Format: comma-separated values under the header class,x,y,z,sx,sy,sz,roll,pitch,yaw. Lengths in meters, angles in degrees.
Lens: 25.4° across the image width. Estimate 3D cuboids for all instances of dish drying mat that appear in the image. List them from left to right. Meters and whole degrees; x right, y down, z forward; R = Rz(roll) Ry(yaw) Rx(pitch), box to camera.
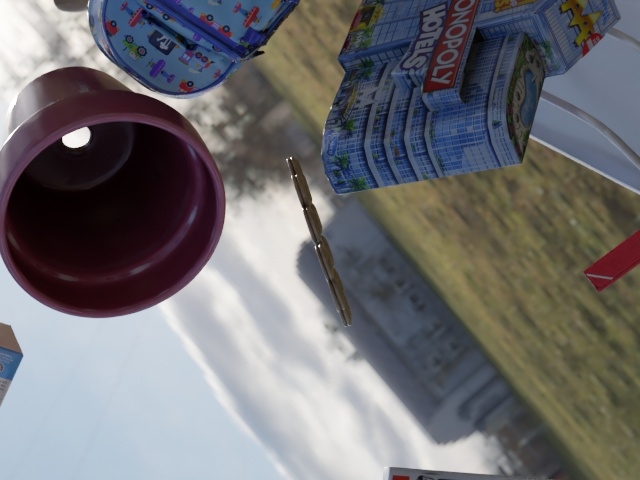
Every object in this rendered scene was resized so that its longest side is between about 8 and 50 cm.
class,x,y,z,sx,sy,sz,roll,pitch,yaw
dish drying mat,0.347,0.024,1.646,0.032,0.083,0.008,54,-173,13

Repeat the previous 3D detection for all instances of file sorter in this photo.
class,x,y,z,sx,sy,sz,roll,pitch,yaw
file sorter,0.255,-0.206,1.148,0.193,0.278,0.173,34,-177,39

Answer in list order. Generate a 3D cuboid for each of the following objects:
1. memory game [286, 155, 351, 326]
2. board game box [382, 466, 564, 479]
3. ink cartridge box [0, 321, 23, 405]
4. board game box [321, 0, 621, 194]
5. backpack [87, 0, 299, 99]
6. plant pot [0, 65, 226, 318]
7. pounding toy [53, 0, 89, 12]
class,x,y,z,sx,sy,sz,roll,pitch,yaw
memory game,0.000,0.000,1.441,0.186,0.012,0.186,-19,-90,-89
board game box,0.219,0.372,1.654,0.305,0.193,0.053,5,170,-4
ink cartridge box,-0.369,0.148,1.401,0.092,0.143,0.090,21,-172,-27
board game box,0.107,-0.131,1.014,0.060,0.194,0.194,57,-143,-34
backpack,-0.116,-0.202,1.213,0.158,0.173,0.117,38,-166,-14
plant pot,-0.204,-0.061,1.261,0.201,0.201,0.180,46,-174,-38
pounding toy,-0.285,-0.329,1.607,0.269,0.154,0.155,-83,-24,-46
